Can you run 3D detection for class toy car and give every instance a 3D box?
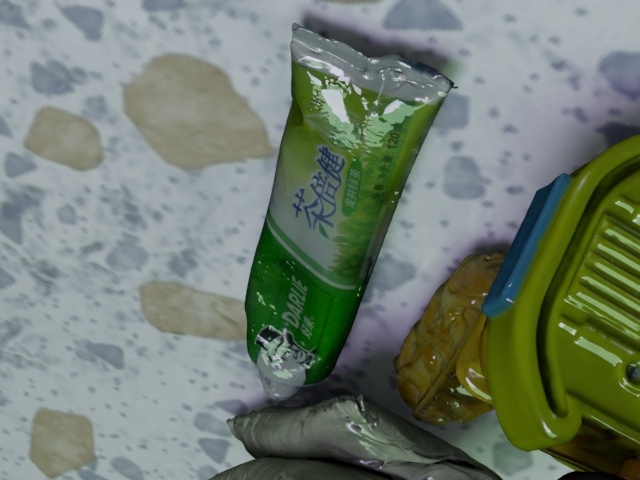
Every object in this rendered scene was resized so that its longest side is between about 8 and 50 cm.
[{"bbox_3d":[0.180,0.068,0.569,0.248,0.200,0.142,33,163,-3],"label":"toy car"}]

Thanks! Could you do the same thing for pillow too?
[{"bbox_3d":[0.019,0.139,0.733,0.134,0.077,0.181,24,163,-18],"label":"pillow"}]

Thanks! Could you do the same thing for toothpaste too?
[{"bbox_3d":[0.000,0.000,0.656,0.078,0.047,0.248,21,135,4],"label":"toothpaste"}]

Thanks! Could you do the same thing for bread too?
[{"bbox_3d":[0.083,0.050,0.667,0.066,0.060,0.110,47,139,17],"label":"bread"}]
